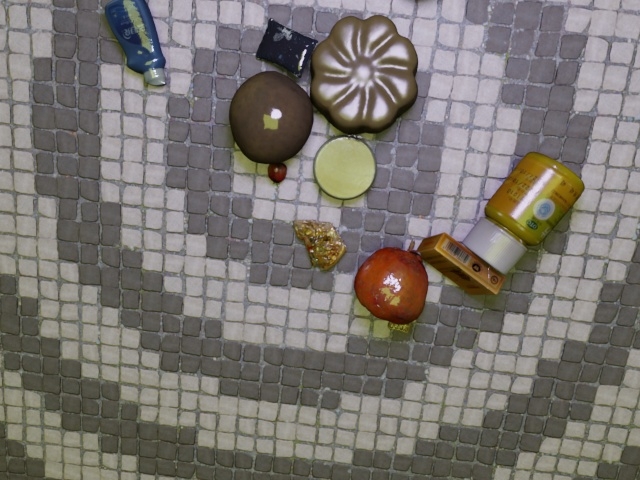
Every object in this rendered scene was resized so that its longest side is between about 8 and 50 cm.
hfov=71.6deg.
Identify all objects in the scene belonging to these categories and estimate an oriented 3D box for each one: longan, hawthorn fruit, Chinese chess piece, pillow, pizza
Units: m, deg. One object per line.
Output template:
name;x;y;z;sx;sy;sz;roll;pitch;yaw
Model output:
longan;-0.165;-0.396;1.463;0.296;0.297;0.298;1;102;3
hawthorn fruit;0.266;0.131;1.571;0.275;0.276;0.308;24;88;-3
Chinese chess piece;0.089;-0.259;1.568;0.237;0.092;0.238;1;102;4
hawthorn fruit;-0.155;-0.245;1.594;0.077;0.077;0.077;1;102;3
pillow;-0.118;-0.647;1.489;0.208;0.055;0.141;31;103;20
pizza;0.000;0.000;1.641;0.147;0.069;0.226;-27;100;10

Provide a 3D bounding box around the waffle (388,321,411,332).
waffle;0.317;0.287;1.711;0.092;0.021;0.135;14;103;1

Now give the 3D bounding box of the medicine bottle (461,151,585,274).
medicine bottle;0.677;-0.087;1.509;0.224;0.224;0.384;36;101;-5

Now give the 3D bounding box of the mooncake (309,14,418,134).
mooncake;0.140;-0.534;1.452;0.377;0.201;0.379;0;101;2

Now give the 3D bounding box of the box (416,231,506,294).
box;0.490;0.088;1.576;0.274;0.174;0.076;36;79;-5

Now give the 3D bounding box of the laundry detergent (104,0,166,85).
laundry detergent;-0.614;-0.667;1.513;0.143;0.094;0.290;-19;100;3
